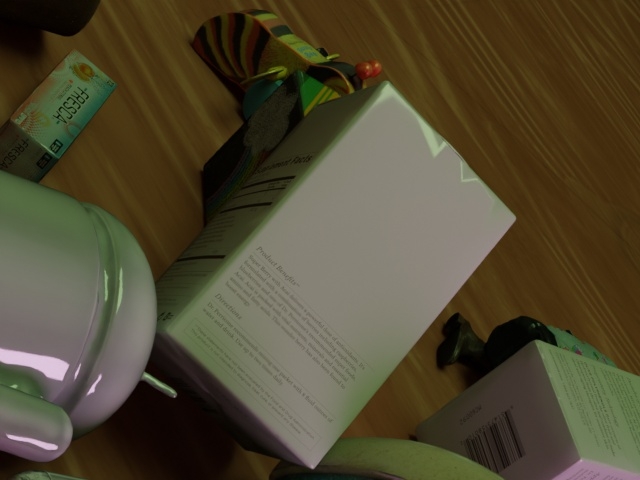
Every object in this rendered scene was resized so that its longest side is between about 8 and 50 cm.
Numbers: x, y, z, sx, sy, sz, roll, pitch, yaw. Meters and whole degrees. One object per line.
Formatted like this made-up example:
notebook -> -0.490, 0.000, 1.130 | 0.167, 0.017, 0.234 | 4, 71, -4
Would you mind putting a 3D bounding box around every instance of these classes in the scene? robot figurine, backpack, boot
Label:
robot figurine -> -0.269, 0.042, 1.091 | 0.353, 0.200, 0.300 | 21, 31, -38
backpack -> 0.285, 0.181, 1.718 | 0.182, 0.115, 0.152 | 33, 45, -38
boot -> 0.194, 0.150, 1.749 | 0.114, 0.037, 0.106 | 45, 31, -12

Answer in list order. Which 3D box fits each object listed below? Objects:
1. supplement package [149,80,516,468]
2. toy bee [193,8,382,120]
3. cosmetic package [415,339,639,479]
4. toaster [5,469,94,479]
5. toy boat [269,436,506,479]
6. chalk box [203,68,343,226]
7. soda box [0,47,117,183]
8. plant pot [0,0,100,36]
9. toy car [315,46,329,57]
supplement package -> -0.005, 0.029, 1.291 | 0.177, 0.175, 0.293 | 46, 73, -14
toy bee -> -0.007, -0.191, 1.779 | 0.298, 0.162, 0.195 | 40, 27, -11
cosmetic package -> 0.307, 0.257, 1.593 | 0.365, 0.197, 0.155 | 21, 40, -40
toaster -> -0.168, 0.257, 1.033 | 0.146, 0.129, 0.227 | 23, 38, -33
toy boat -> 0.100, 0.305, 1.263 | 0.318, 0.267, 0.148 | 53, 53, -28
chalk box -> 0.000, 0.000, 1.529 | 0.179, 0.180, 0.289 | 28, 35, -30
soda box -> -0.268, -0.122, 1.448 | 0.063, 0.058, 0.183 | 41, 30, -11
plant pot -> -0.352, -0.331, 1.479 | 0.230, 0.215, 0.215 | 5, 48, -32
toy car -> -0.040, -0.262, 1.935 | 0.122, 0.060, 0.040 | 51, -4, -6
